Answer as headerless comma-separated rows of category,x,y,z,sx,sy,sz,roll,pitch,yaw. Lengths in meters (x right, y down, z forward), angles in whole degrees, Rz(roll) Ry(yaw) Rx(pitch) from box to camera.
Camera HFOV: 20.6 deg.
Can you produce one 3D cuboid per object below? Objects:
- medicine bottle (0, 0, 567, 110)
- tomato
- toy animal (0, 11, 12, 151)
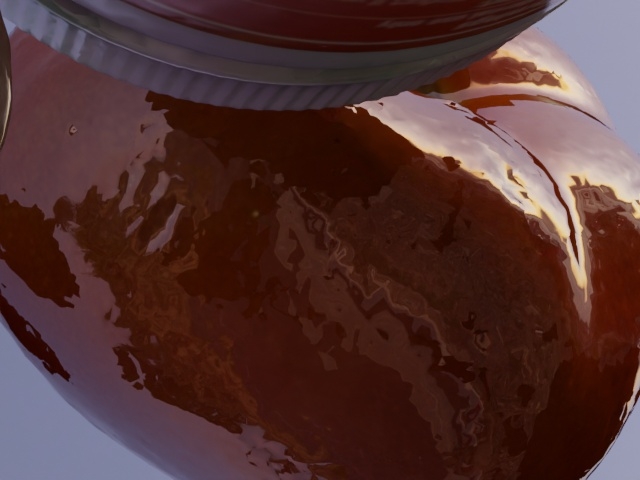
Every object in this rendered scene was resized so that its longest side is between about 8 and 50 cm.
medicine bottle,0.009,-0.176,0.401,0.253,0.241,0.252,3,-101,-15
tomato,0.001,-0.002,0.630,0.260,0.260,0.180,0,-50,-40
toy animal,-0.135,0.036,0.385,0.124,0.124,0.212,16,-93,-44
